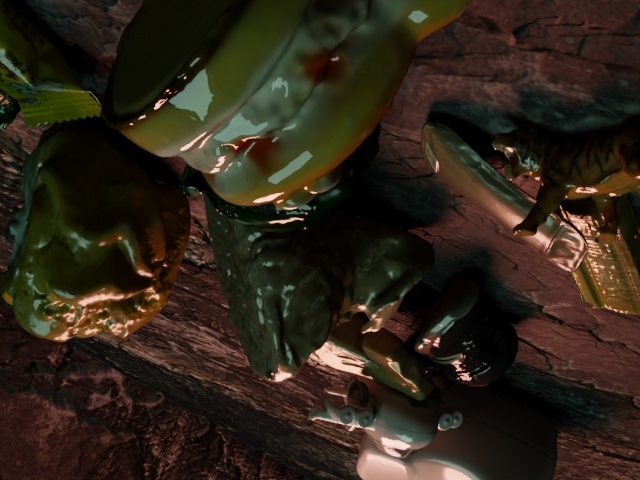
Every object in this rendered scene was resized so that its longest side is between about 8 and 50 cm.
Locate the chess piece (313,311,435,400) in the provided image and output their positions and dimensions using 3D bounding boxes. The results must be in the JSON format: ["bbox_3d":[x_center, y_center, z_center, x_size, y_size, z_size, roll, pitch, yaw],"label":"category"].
[{"bbox_3d":[0.048,0.153,1.589,0.301,0.137,0.137,25,164,42],"label":"chess piece"}]

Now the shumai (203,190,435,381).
[{"bbox_3d":[0.000,0.000,1.321,0.262,0.314,0.267,-16,171,-19],"label":"shumai"}]

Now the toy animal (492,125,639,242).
[{"bbox_3d":[0.284,-0.070,0.941,0.114,0.116,0.255,10,165,-34],"label":"toy animal"}]

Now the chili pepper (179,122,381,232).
[{"bbox_3d":[-0.067,-0.101,1.118,0.261,0.174,0.165,2,146,35],"label":"chili pepper"}]

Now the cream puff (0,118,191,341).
[{"bbox_3d":[-0.314,-0.007,1.506,0.270,0.323,0.274,9,178,-24],"label":"cream puff"}]

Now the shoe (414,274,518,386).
[{"bbox_3d":[0.217,0.148,1.488,0.137,0.114,0.291,25,163,16],"label":"shoe"}]

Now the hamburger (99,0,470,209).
[{"bbox_3d":[-0.024,-0.172,0.831,0.186,0.261,0.302,29,119,-26],"label":"hamburger"}]

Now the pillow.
[{"bbox_3d":[0.192,-0.044,1.096,0.217,0.033,0.130,38,169,15],"label":"pillow"}]

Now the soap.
[{"bbox_3d":[0.320,0.014,1.157,0.092,0.037,0.252,12,156,34],"label":"soap"}]

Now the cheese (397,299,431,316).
[{"bbox_3d":[0.134,0.104,1.616,0.111,0.017,0.047,16,161,22],"label":"cheese"}]

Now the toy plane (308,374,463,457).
[{"bbox_3d":[0.102,0.274,1.634,0.252,0.118,0.252,8,-178,0],"label":"toy plane"}]

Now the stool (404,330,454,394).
[{"bbox_3d":[0.178,0.203,1.699,0.096,0.096,0.110,18,154,19],"label":"stool"}]

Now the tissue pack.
[{"bbox_3d":[0.249,0.359,1.823,0.333,0.236,0.229,22,150,7],"label":"tissue pack"}]

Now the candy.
[{"bbox_3d":[-0.405,-0.257,1.268,0.187,0.081,0.297,3,139,45],"label":"candy"}]

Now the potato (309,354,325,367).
[{"bbox_3d":[-0.012,0.172,1.864,0.122,0.086,0.061,38,142,-27],"label":"potato"}]

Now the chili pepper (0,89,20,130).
[{"bbox_3d":[-0.517,-0.233,1.450,0.099,0.083,0.253,9,159,15],"label":"chili pepper"}]
